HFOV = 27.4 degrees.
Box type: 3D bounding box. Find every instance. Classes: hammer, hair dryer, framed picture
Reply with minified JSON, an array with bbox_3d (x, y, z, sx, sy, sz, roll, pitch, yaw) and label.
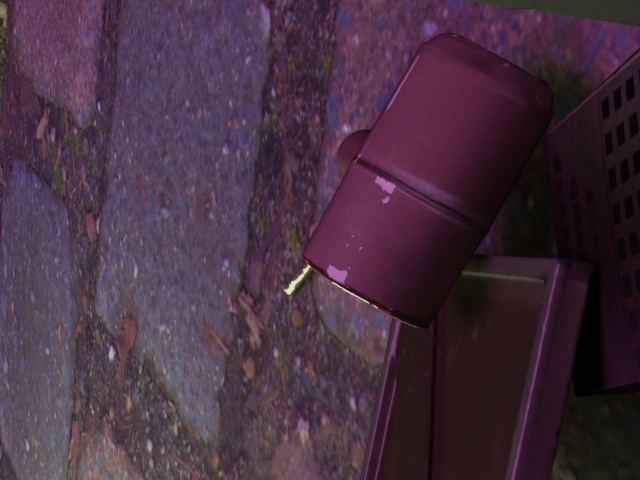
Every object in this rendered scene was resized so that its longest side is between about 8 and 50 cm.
[{"bbox_3d":[0.000,0.000,1.240,0.195,0.028,0.060,132,137,-55],"label":"hammer"},{"bbox_3d":[0.057,-0.067,1.020,0.189,0.107,0.344,-61,13,5],"label":"hair dryer"},{"bbox_3d":[0.072,0.226,0.924,0.326,0.028,0.446,-173,95,-77],"label":"framed picture"}]

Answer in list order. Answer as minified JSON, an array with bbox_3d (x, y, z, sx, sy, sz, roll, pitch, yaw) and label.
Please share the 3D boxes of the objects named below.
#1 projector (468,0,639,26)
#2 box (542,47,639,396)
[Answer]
[{"bbox_3d":[0.108,-0.169,0.670,0.108,0.337,0.108,-5,84,60],"label":"projector"},{"bbox_3d":[0.196,-0.017,0.712,0.325,0.047,0.180,121,145,-77],"label":"box"}]
